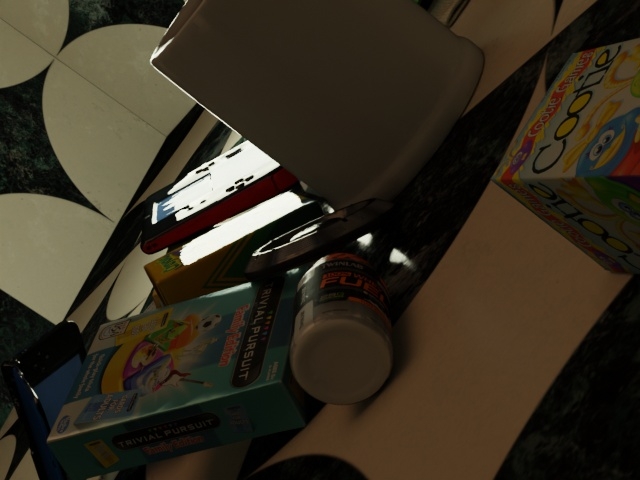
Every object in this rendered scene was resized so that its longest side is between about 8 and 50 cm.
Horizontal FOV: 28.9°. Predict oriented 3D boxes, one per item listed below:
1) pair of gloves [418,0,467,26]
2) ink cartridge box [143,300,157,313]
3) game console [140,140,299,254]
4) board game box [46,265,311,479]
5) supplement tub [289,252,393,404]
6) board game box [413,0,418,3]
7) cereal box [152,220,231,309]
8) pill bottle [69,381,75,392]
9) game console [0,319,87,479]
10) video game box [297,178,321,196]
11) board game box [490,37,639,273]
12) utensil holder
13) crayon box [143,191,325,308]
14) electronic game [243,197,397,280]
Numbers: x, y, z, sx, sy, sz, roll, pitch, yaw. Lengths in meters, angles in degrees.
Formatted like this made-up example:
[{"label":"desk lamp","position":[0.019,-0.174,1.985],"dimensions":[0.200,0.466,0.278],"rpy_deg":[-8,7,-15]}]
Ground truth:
[{"label":"pair of gloves","position":[0.157,-0.347,2.177],"dimensions":[0.240,0.042,0.204],"rpy_deg":[-54,14,4]},{"label":"ink cartridge box","position":[-0.271,0.158,2.289],"dimensions":[0.153,0.087,0.208],"rpy_deg":[-48,15,21]},{"label":"game console","position":[-0.201,-0.109,2.453],"dimensions":[0.342,0.060,0.386],"rpy_deg":[-25,16,1]},{"label":"board game box","position":[-0.168,0.173,1.648],"dimensions":[0.336,0.079,0.254],"rpy_deg":[-17,29,18]},{"label":"supplement tub","position":[0.025,0.095,1.440],"dimensions":[0.117,0.117,0.190],"rpy_deg":[-49,16,20]},{"label":"board game box","position":[0.119,-0.402,2.285],"dimensions":[0.213,0.046,0.317],"rpy_deg":[-60,6,14]},{"label":"cereal box","position":[-0.202,0.041,2.251],"dimensions":[0.173,0.047,0.240],"rpy_deg":[-15,25,8]},{"label":"pill bottle","position":[-0.277,0.242,1.955],"dimensions":[0.301,0.169,0.169],"rpy_deg":[-32,26,57]},{"label":"game console","position":[-0.415,0.321,2.111],"dimensions":[0.173,0.293,0.250],"rpy_deg":[5,29,33]},{"label":"video game box","position":[0.001,-0.208,2.147],"dimensions":[0.187,0.048,0.205],"rpy_deg":[-54,40,22]},{"label":"board game box","position":[0.275,-0.065,0.959],"dimensions":[0.144,0.142,0.275],"rpy_deg":[-56,15,-8]},{"label":"utensil holder","position":[-0.009,-0.267,1.835],"dimensions":[0.327,0.385,0.327],"rpy_deg":[-49,17,20]},{"label":"crayon box","position":[-0.151,0.035,1.925],"dimensions":[0.323,0.083,0.203],"rpy_deg":[-29,12,-9]},{"label":"electronic game","position":[0.000,0.000,1.709],"dimensions":[0.229,0.048,0.229],"rpy_deg":[-24,5,2]}]
